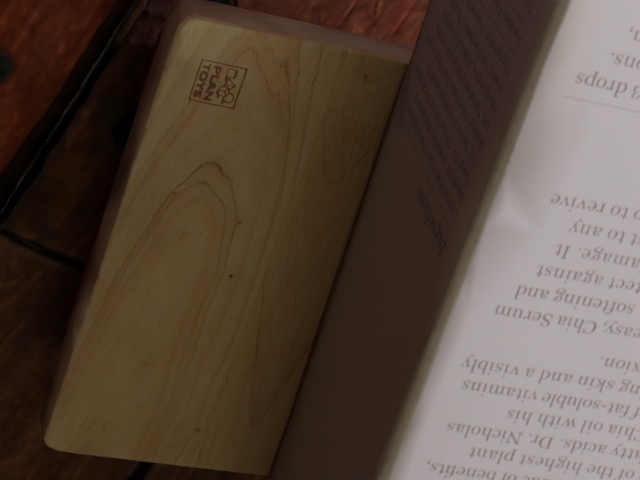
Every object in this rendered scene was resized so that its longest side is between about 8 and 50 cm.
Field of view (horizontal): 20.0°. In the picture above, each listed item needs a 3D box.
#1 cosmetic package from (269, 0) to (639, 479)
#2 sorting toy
[{"bbox_3d":[0.144,0.015,0.872,0.230,0.161,0.453,11,117,-16],"label":"cosmetic package"},{"bbox_3d":[0.000,0.000,0.981,0.255,0.089,0.257,10,117,-22],"label":"sorting toy"}]
